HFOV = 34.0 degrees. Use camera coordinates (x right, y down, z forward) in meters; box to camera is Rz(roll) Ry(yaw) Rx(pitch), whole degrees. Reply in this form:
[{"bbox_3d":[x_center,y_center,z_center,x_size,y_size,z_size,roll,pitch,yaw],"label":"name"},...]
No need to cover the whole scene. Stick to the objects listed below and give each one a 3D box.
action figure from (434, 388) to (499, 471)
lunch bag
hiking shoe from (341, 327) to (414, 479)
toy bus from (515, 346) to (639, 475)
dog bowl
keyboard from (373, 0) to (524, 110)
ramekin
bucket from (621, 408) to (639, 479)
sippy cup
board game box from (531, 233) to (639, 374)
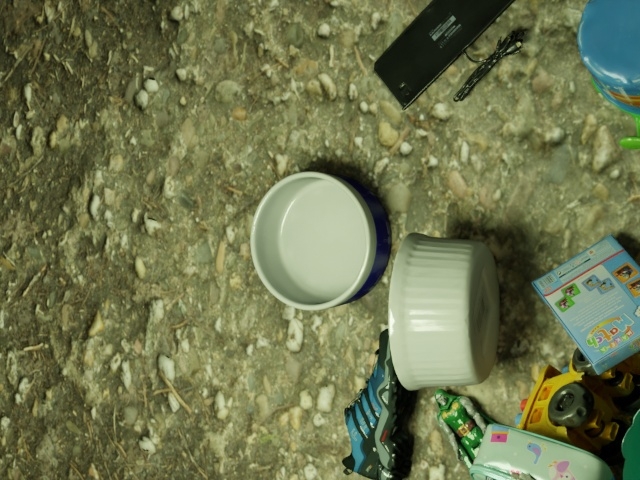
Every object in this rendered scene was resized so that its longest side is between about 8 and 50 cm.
[{"bbox_3d":[0.284,0.365,1.907,0.137,0.063,0.232,-45,71,18],"label":"action figure"},{"bbox_3d":[0.372,0.401,1.687,0.224,0.279,0.108,18,71,31],"label":"lunch bag"},{"bbox_3d":[0.100,0.311,1.977,0.132,0.113,0.304,7,95,28],"label":"hiking shoe"},{"bbox_3d":[0.425,0.273,1.775,0.211,0.149,0.220,-14,42,56],"label":"toy bus"},{"bbox_3d":[0.000,0.000,2.031,0.264,0.104,0.265,1,92,29],"label":"dog bowl"},{"bbox_3d":[0.254,-0.359,1.921,0.317,0.033,0.202,-44,65,24],"label":"keyboard"},{"bbox_3d":[0.222,0.123,1.820,0.135,0.277,0.277,-1,91,22],"label":"ramekin"},{"bbox_3d":[0.625,0.350,1.644,0.281,0.183,0.281,1,93,29],"label":"bucket"},{"bbox_3d":[0.516,-0.317,1.664,0.240,0.224,0.306,-36,74,25],"label":"sippy cup"},{"bbox_3d":[0.467,0.101,1.720,0.160,0.039,0.211,-32,40,4],"label":"board game box"}]
